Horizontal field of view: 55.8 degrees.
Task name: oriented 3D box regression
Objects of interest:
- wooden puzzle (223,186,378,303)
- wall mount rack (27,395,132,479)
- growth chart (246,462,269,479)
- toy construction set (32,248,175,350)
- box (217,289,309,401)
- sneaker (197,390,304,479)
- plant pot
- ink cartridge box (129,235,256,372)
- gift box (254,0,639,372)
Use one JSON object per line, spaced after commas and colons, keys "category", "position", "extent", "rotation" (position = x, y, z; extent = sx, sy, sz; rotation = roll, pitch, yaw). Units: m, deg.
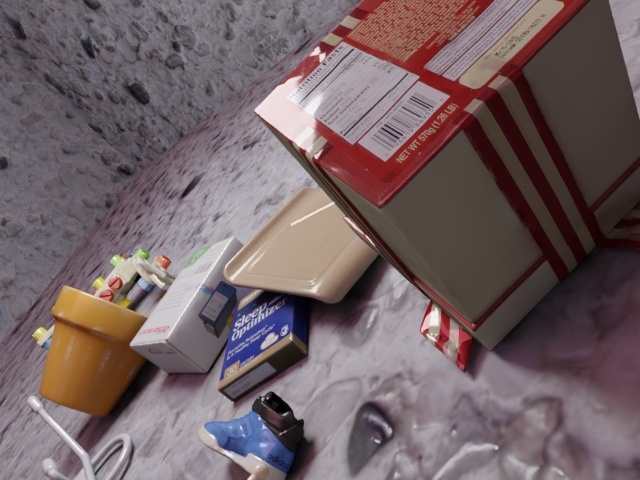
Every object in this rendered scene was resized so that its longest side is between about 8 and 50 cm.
{"category": "wooden puzzle", "position": [0.000, 0.000, 0.867], "extent": [0.238, 0.044, 0.221], "rotation": [7, 47, 48]}
{"category": "wall mount rack", "position": [-0.457, 0.399, 0.919], "extent": [0.350, 0.130, 0.304], "rotation": [-51, 23, -16]}
{"category": "growth chart", "position": [-0.041, 0.282, 0.449], "extent": [0.172, 0.021, 0.237], "rotation": [-41, 34, -25]}
{"category": "toy construction set", "position": [-0.478, 0.127, 1.383], "extent": [0.327, 0.151, 0.215], "rotation": [-37, -1, 1]}
{"category": "box", "position": [-0.075, 0.111, 0.873], "extent": [0.136, 0.036, 0.225], "rotation": [-36, 23, 21]}
{"category": "sneaker", "position": [-0.074, 0.208, 0.674], "extent": [0.152, 0.058, 0.085], "rotation": [0, 56, 54]}
{"category": "plant pot", "position": [-0.407, 0.207, 1.098], "extent": [0.205, 0.205, 0.188], "rotation": [-2, 63, 59]}
{"category": "ink cartridge box", "position": [-0.203, 0.112, 1.016], "extent": [0.154, 0.093, 0.212], "rotation": [-17, 34, 50]}
{"category": "gift box", "position": [0.130, -0.061, 0.544], "extent": [0.255, 0.258, 0.276], "rotation": [-42, 43, 3]}
